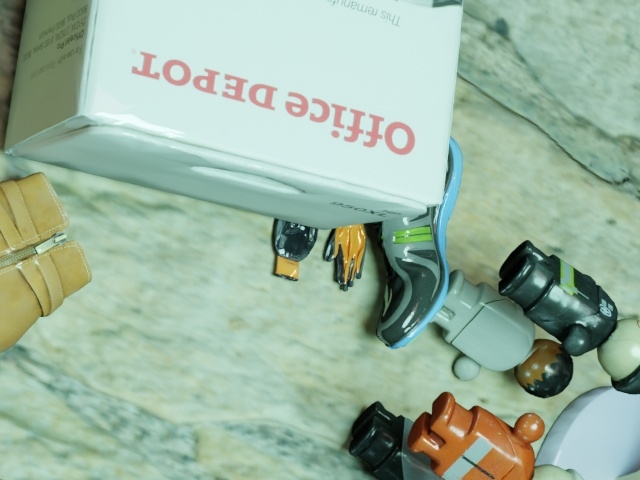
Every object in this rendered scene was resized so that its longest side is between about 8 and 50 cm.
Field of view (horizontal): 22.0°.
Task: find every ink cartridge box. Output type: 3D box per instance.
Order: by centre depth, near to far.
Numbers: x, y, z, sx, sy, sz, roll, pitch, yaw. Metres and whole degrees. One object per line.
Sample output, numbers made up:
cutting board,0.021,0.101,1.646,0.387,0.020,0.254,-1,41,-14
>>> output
ink cartridge box,-0.049,-0.228,1.202,0.286,0.166,0.394,13,77,-29

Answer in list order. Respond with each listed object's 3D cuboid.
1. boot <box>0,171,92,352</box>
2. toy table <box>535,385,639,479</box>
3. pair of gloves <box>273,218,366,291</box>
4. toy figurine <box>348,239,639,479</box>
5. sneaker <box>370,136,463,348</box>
boot,-0.253,-0.015,1.127,0.152,0.073,0.197,-31,113,-27
toy table,0.281,0.257,1.361,0.252,0.161,0.274,0,85,-30
pair of gloves,0.000,0.000,1.304,0.083,0.010,0.074,11,78,-27
toy figurine,0.145,0.124,1.262,0.148,0.209,0.213,35,69,-11
sneaker,0.063,-0.004,1.313,0.078,0.067,0.188,17,71,-26
